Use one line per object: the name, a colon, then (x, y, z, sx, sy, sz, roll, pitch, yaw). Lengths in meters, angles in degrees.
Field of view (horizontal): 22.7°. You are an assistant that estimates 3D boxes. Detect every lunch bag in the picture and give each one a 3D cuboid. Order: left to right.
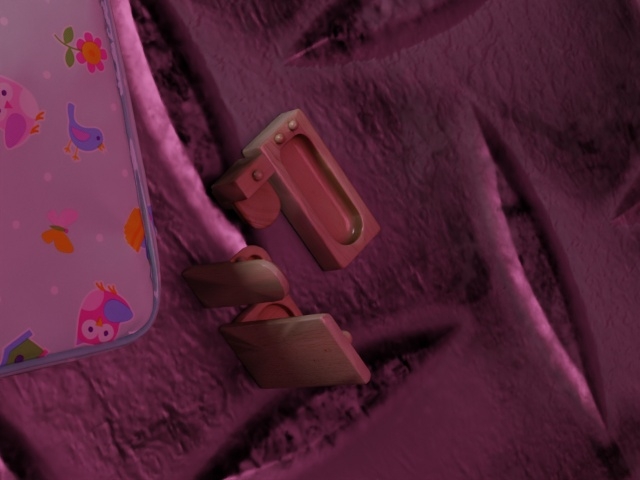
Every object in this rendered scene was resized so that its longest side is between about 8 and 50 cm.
lunch bag: (-0.213, -0.046, 0.985, 0.224, 0.108, 0.279, -11, 94, -43)

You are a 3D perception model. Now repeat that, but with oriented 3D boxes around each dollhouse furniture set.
dollhouse furniture set: (0.000, 0.000, 1.127, 0.151, 0.123, 0.144, -46, 111, -31)
